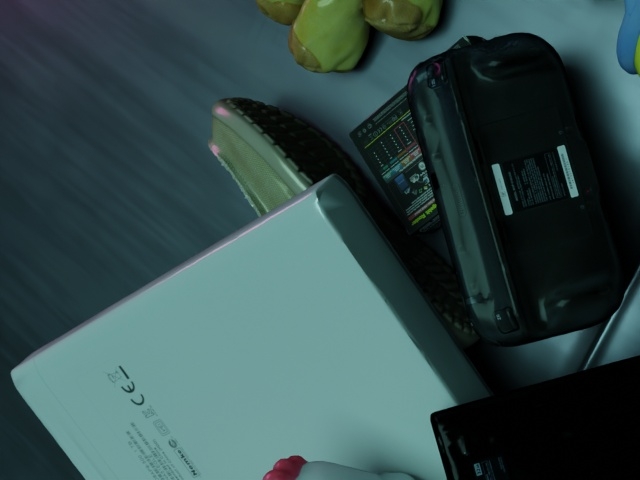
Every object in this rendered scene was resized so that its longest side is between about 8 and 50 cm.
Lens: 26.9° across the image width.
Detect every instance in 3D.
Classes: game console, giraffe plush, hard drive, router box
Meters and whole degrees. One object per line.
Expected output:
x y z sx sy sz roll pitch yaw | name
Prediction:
0.161 0.039 0.859 0.213 0.044 0.361 -14 83 -3 | game console
0.002 -0.227 0.931 0.210 0.170 0.181 -40 72 28 | giraffe plush
-0.054 0.123 0.991 0.353 0.047 0.233 -29 100 38 | hard drive
0.092 -0.074 0.960 0.122 0.038 0.092 -39 72 28 | router box

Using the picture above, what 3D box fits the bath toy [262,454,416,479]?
-0.074 0.246 0.940 0.129 0.151 0.348 38 130 -24 | bath toy

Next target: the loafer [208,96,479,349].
0.000 0.000 0.985 0.268 0.102 0.092 47 113 19 | loafer

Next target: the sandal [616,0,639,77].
0.225 -0.249 0.821 0.138 0.126 0.317 28 105 33 | sandal
